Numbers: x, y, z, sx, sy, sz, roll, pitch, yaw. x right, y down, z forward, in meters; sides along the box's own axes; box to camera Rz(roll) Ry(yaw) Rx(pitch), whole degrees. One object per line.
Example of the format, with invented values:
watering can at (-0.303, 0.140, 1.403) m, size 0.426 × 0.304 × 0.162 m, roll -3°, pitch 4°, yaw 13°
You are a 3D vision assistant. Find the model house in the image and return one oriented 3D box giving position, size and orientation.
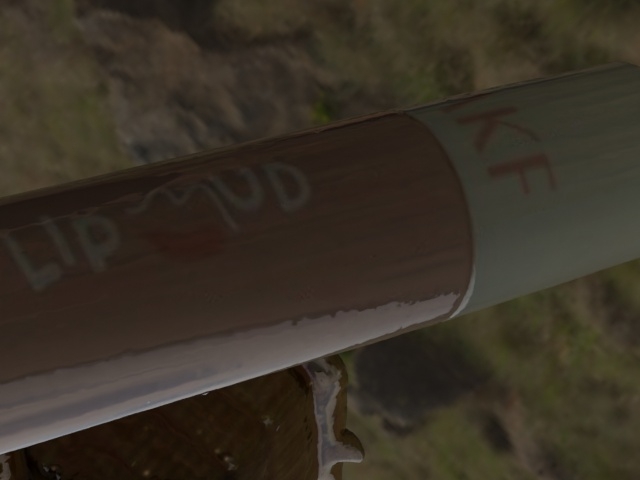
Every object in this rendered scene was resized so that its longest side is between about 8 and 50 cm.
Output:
model house at (-0.107, 0.133, 0.955) m, size 0.219 × 0.229 × 0.199 m, roll 35°, pitch 147°, yaw 15°

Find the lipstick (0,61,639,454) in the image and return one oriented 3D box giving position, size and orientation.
lipstick at (0.000, 0.000, 0.489) m, size 0.070 × 0.254 × 0.070 m, roll 35°, pitch 132°, yaw 50°
